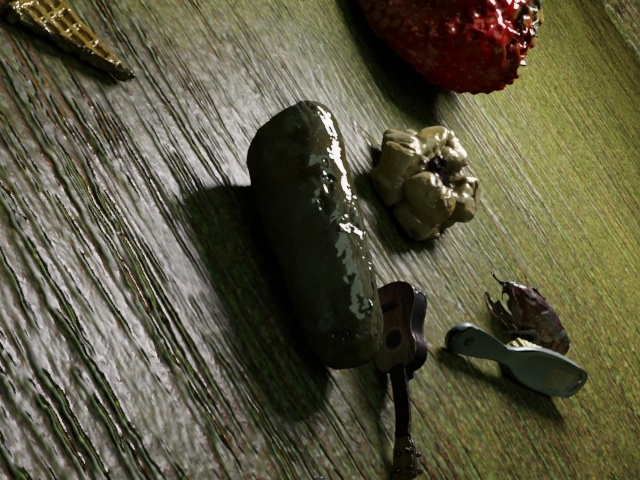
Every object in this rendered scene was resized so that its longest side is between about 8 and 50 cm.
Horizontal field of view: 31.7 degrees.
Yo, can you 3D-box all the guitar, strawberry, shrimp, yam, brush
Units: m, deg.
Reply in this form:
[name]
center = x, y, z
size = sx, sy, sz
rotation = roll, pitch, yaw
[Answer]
[guitar]
center = 0.102, 0.175, 1.392
size = 0.038, 0.083, 0.271
rotation = 28, 45, -38
[strawberry]
center = 0.216, -0.413, 1.976
size = 0.351, 0.267, 0.312
rotation = 26, 39, 2
[shrimp]
center = 0.318, 0.112, 1.743
size = 0.190, 0.073, 0.075
rotation = 45, 27, -24
[yam]
center = 0.000, 0.000, 1.375
size = 0.133, 0.133, 0.330
rotation = 11, 55, -49
[brush]
center = 0.281, 0.163, 1.659
size = 0.296, 0.068, 0.060
rotation = 24, 22, -37

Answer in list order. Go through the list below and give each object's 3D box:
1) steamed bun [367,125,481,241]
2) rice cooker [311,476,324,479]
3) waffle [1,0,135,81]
[steamed bun]
center = 0.162, -0.102, 1.708
size = 0.177, 0.106, 0.192
rotation = -12, 67, -58
[rice cooker]
center = -0.008, 0.357, 0.870
size = 0.316, 0.264, 0.317
rotation = 11, 61, -21
[waffle]
center = -0.288, -0.225, 1.301
size = 0.153, 0.023, 0.097
rotation = 47, 33, -12
